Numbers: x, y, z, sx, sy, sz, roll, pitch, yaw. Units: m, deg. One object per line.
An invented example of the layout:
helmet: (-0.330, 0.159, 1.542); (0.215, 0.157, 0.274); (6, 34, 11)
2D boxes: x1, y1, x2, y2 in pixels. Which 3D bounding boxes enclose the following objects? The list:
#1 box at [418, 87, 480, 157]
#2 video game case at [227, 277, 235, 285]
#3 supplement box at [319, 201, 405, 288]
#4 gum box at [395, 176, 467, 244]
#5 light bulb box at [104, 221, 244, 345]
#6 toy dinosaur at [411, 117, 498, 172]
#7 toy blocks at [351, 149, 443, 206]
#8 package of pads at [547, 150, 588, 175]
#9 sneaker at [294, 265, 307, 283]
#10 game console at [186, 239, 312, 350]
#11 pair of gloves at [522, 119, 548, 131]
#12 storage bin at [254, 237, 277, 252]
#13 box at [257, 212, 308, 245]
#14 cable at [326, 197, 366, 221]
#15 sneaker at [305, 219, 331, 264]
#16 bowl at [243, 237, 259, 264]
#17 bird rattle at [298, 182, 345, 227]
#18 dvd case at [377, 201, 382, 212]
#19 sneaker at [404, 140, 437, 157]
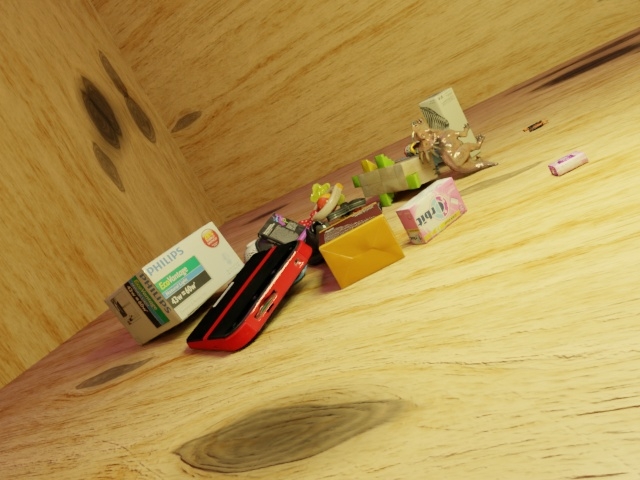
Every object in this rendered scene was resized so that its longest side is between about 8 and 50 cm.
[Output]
box: (0.494, -0.431, 2.002); (0.094, 0.275, 0.113); (-34, 13, -21)
video game case: (-0.169, 0.093, 1.890); (0.270, 0.061, 0.244); (-18, 15, 41)
supplement box: (0.109, 0.008, 1.449); (0.191, 0.129, 0.194); (-28, 13, 6)
gum box: (0.307, -0.084, 1.425); (0.188, 0.107, 0.062); (-35, 14, -25)
light bulb box: (-0.534, 0.160, 1.930); (0.361, 0.225, 0.358); (-30, 9, 44)
toy dinosaur: (0.444, -0.300, 1.784); (0.200, 0.296, 0.127); (-34, -23, -29)
toy blocks: (0.333, -0.264, 1.999); (0.261, 0.190, 0.381); (-23, 9, -26)
package of pads: (0.630, -0.197, 1.334); (0.083, 0.032, 0.050); (-28, 11, 7)
sneaker: (-0.126, 0.114, 1.664); (0.188, 0.078, 0.067); (-30, 13, -7)
game console: (-0.209, 0.162, 1.545); (0.342, 0.060, 0.386); (-19, 30, 53)
pair of gloves: (0.788, -0.420, 1.919); (0.074, 0.010, 0.083); (-29, 10, 6)
storage bin: (-0.152, 0.003, 1.870); (0.135, 0.098, 0.091); (-36, 24, -33)
box: (-0.122, -0.026, 1.823); (0.116, 0.162, 0.029); (-56, -16, -40)
cable: (0.107, -0.106, 2.002); (0.140, 0.072, 0.287); (-18, 9, 14)
sneaker: (0.000, 0.000, 1.694); (0.109, 0.130, 0.286); (-33, 4, -22)
bowl: (-0.273, 0.042, 2.278); (0.170, 0.080, 0.170); (-28, 13, 7)
bird rattle: (0.001, -0.134, 2.069); (0.253, 0.143, 0.207); (-55, 11, -34)
dvd case: (0.139, -0.080, 1.892); (0.179, 0.029, 0.238); (-27, 5, 9)
sneaker: (0.458, -0.365, 2.124); (0.226, 0.087, 0.093); (-4, -1, -1)
